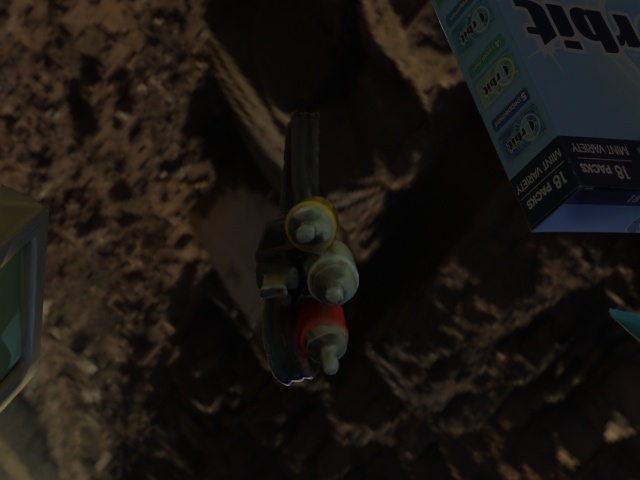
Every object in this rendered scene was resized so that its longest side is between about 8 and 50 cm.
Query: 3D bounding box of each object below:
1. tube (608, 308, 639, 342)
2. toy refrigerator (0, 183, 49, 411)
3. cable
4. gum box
[{"bbox_3d":[0.210,0.073,0.495,0.052,0.080,0.207,-67,-155,7],"label":"tube"},{"bbox_3d":[-0.206,0.077,0.428,0.269,0.094,0.102,-53,162,-52],"label":"toy refrigerator"},{"bbox_3d":[0.000,0.000,0.849,0.287,0.072,0.139,-77,162,-65],"label":"cable"},{"bbox_3d":[0.140,-0.090,0.593,0.157,0.184,0.041,0,147,-34],"label":"gum box"}]
